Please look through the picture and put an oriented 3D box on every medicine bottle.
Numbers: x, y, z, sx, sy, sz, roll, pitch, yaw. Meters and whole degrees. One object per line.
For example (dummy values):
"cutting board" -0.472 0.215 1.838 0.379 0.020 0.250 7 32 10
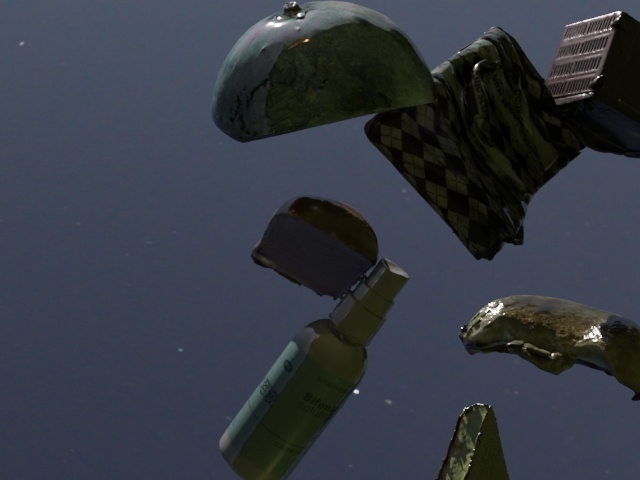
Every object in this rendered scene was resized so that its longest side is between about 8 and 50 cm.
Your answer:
"medicine bottle" -0.001 0.175 1.272 0.110 0.110 0.351 28 -76 -30

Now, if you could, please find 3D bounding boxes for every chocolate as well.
"chocolate" 0.000 0.000 1.346 0.161 0.261 0.083 32 -111 -6

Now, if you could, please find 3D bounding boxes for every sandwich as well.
"sandwich" 0.261 0.410 1.531 0.212 0.063 0.244 38 -112 -46

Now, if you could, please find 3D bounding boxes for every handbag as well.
"handbag" 0.289 -0.172 1.629 0.316 0.180 0.416 52 -141 -2

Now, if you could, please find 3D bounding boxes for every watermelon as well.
"watermelon" -0.026 -0.237 1.260 0.188 0.322 0.175 -32 -68 -66

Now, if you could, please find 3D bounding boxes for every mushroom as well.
"mushroom" 0.419 0.170 1.600 0.248 0.344 0.129 8 -87 -48

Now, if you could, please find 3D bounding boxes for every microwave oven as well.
"microwave oven" 0.540 -0.262 1.650 0.248 0.178 0.188 25 -100 -21
